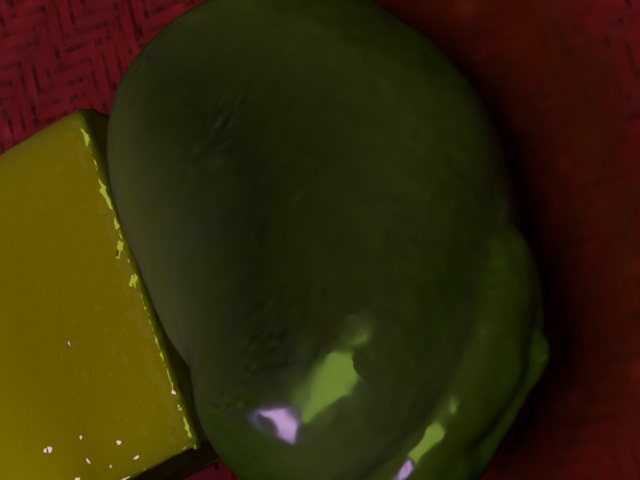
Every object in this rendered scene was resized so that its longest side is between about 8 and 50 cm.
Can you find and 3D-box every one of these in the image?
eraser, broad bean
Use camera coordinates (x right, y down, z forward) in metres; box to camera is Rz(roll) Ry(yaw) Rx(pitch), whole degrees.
[{"bbox_3d":[-0.085,0.032,0.645,0.097,0.045,0.122,-27,74,26],"label":"eraser"},{"bbox_3d":[0.000,0.000,0.572,0.124,0.082,0.174,-26,73,18],"label":"broad bean"}]
